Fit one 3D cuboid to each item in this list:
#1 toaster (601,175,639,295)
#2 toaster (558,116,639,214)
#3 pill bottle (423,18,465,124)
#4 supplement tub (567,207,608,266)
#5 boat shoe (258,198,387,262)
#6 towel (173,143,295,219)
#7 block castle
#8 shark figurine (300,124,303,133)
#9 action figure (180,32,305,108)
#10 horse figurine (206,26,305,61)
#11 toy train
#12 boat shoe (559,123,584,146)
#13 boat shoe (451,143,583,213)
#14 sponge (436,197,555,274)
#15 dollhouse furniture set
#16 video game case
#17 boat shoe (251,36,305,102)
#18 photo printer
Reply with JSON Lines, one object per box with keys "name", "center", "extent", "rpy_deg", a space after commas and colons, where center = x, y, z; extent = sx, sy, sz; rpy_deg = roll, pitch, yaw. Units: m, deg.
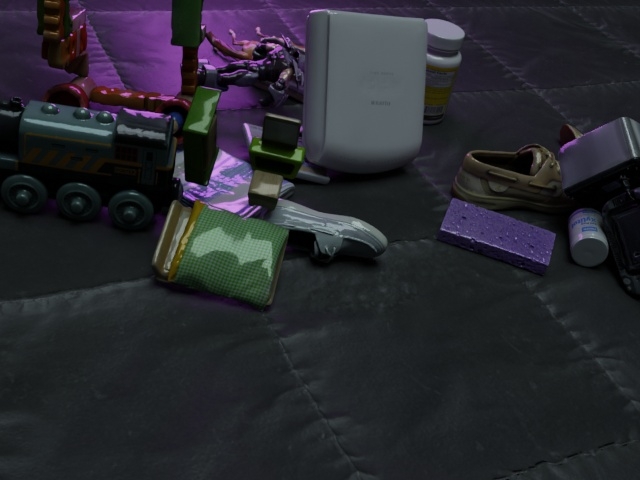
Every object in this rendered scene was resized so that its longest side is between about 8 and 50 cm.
{"name": "toaster", "center": [0.621, -0.013, 1.700], "extent": [0.146, 0.129, 0.227], "rpy_deg": [-8, 76, -36]}
{"name": "toaster", "center": [0.570, -0.140, 1.768], "extent": [0.168, 0.185, 0.110], "rpy_deg": [19, 55, -43]}
{"name": "pill bottle", "center": [0.245, -0.375, 2.046], "extent": [0.119, 0.209, 0.119], "rpy_deg": [9, 35, -7]}
{"name": "supplement tub", "center": [0.508, -0.007, 1.752], "extent": [0.071, 0.071, 0.107], "rpy_deg": [14, 35, 1]}
{"name": "boat shoe", "center": [0.000, -0.001, 1.584], "extent": [0.227, 0.079, 0.081], "rpy_deg": [16, 55, 2]}
{"name": "towel", "center": [-0.210, -0.117, 1.697], "extent": [0.285, 0.034, 0.209], "rpy_deg": [28, 37, 19]}
{"name": "block castle", "center": [-0.356, -0.420, 1.685], "extent": [0.302, 0.454, 0.213], "rpy_deg": [7, 24, -2]}
{"name": "shark figurine", "center": [0.026, -0.325, 1.956], "extent": [0.116, 0.278, 0.166], "rpy_deg": [45, 5, 18]}
{"name": "action figure", "center": [-0.147, -0.351, 1.931], "extent": [0.284, 0.099, 0.185], "rpy_deg": [-9, 39, -10]}
{"name": "horse figurine", "center": [-0.137, -0.449, 2.147], "extent": [0.263, 0.066, 0.174], "rpy_deg": [-14, 38, -36]}
{"name": "toy train", "center": [-0.390, -0.137, 1.530], "extent": [0.333, 0.190, 0.142], "rpy_deg": [9, 35, -7]}
{"name": "boat shoe", "center": [0.587, -0.211, 2.079], "extent": [0.045, 0.050, 0.135], "rpy_deg": [-2, 48, -25]}
{"name": "boat shoe", "center": [0.434, -0.130, 1.859], "extent": [0.341, 0.110, 0.122], "rpy_deg": [-4, 39, -23]}
{"name": "sponge", "center": [0.331, -0.009, 1.729], "extent": [0.210, 0.031, 0.117], "rpy_deg": [20, 36, 7]}
{"name": "dollhouse furniture set", "center": [-0.139, -0.068, 1.470], "extent": [0.197, 0.151, 0.302], "rpy_deg": [13, 57, -1]}
{"name": "video game case", "center": [-0.069, -0.170, 1.801], "extent": [0.157, 0.019, 0.143], "rpy_deg": [12, 34, -25]}
{"name": "boat shoe", "center": [-0.009, -0.363, 2.036], "extent": [0.302, 0.103, 0.113], "rpy_deg": [15, 36, 2]}
{"name": "photo printer", "center": [0.086, -0.285, 1.801], "extent": [0.256, 0.308, 0.107], "rpy_deg": [-3, 10, -32]}
